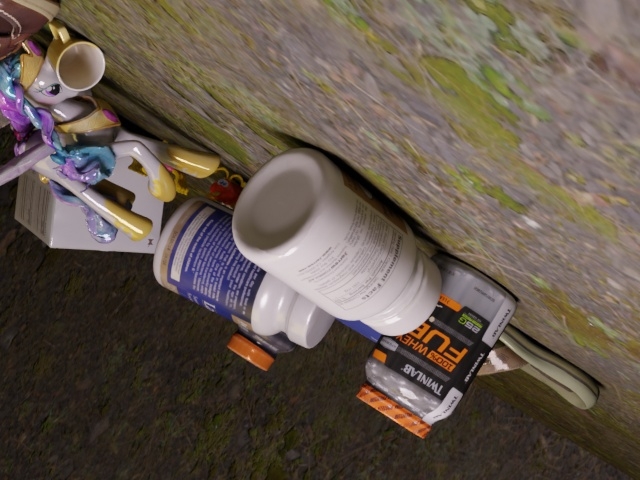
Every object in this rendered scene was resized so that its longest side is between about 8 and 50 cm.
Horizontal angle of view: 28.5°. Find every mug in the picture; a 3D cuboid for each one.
[{"bbox_3d":[-0.303,-0.230,1.542,0.062,0.078,0.064,-3,-153,-32],"label":"mug"}]

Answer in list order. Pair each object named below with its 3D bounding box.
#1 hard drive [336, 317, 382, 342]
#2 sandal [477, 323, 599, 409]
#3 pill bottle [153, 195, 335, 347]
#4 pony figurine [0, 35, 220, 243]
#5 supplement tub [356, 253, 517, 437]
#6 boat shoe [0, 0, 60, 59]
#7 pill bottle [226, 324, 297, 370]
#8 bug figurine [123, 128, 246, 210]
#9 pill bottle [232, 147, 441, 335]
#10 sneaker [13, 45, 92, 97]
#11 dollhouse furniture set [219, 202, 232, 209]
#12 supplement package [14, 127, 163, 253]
[{"bbox_3d":[0.042,0.068,1.994,0.210,0.040,0.318,29,163,35],"label":"hard drive"},{"bbox_3d":[0.238,0.157,1.723,0.303,0.086,0.120,32,175,5],"label":"sandal"},{"bbox_3d":[-0.103,0.050,1.878,0.265,0.153,0.153,25,173,19],"label":"pill bottle"},{"bbox_3d":[-0.383,-0.140,1.817,0.351,0.302,0.363,-20,136,35],"label":"pony figurine"},{"bbox_3d":[0.129,0.121,1.431,0.117,0.190,0.117,31,175,3],"label":"supplement tub"},{"bbox_3d":[-0.378,-0.242,1.399,0.123,0.123,0.342,34,175,-18],"label":"boat shoe"},{"bbox_3d":[-0.068,0.110,2.255,0.130,0.245,0.130,33,175,3],"label":"pill bottle"},{"bbox_3d":[-0.217,-0.108,2.051,0.279,0.072,0.216,27,180,13],"label":"bug figurine"},{"bbox_3d":[0.026,0.010,1.328,0.131,0.131,0.229,27,173,47],"label":"pill bottle"},{"bbox_3d":[-0.406,-0.237,1.974,0.080,0.094,0.212,0,134,32],"label":"sneaker"},{"bbox_3d":[-0.159,0.010,2.199,0.144,0.123,0.151,21,-167,-13],"label":"dollhouse furniture set"},{"bbox_3d":[-0.414,-0.102,2.269,0.199,0.198,0.263,4,-170,-27],"label":"supplement package"}]
